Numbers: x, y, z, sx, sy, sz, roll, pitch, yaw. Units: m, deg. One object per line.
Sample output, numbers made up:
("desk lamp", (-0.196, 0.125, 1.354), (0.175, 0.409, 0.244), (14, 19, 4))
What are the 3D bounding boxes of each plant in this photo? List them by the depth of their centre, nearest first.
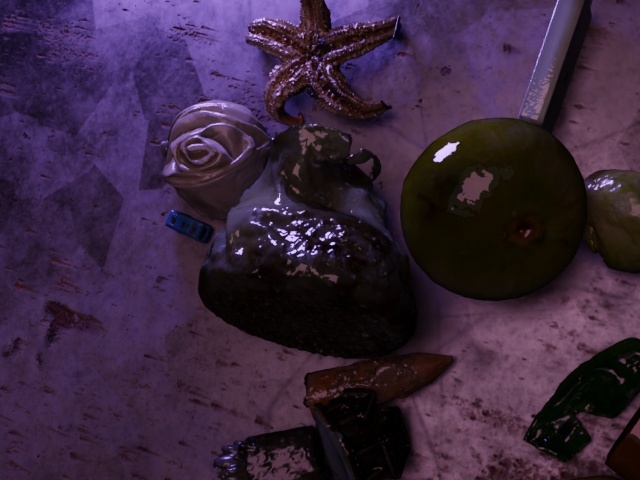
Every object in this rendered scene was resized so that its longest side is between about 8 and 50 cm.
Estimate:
("plant", (-0.085, 0.397, 1.762), (0.194, 0.129, 0.132), (-18, 76, 12))

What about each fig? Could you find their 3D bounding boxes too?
("fig", (0.260, -0.057, 1.644), (0.316, 0.316, 0.316), (-3, 80, 18))

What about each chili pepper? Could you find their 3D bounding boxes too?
("chili pepper", (0.433, 0.250, 1.636), (0.253, 0.083, 0.099), (-47, 68, 11))

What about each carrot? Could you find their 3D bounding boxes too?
("carrot", (0.102, 0.240, 1.755), (0.263, 0.102, 0.102), (-17, 76, 9))

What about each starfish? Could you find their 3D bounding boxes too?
("starfish", (0.003, -0.354, 1.876), (0.303, 0.113, 0.312), (-14, 86, 19))

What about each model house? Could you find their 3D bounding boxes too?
("model house", (0.080, 0.321, 1.688), (0.152, 0.106, 0.165), (-24, 106, -26))

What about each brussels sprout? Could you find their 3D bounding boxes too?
("brussels sprout", (0.500, -0.041, 1.638), (0.145, 0.131, 0.183), (-39, 69, 45))

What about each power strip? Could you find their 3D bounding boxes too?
("power strip", (0.396, -0.292, 1.720), (0.046, 0.118, 0.270), (18, 87, 20))

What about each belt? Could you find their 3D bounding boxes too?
("belt", (0.528, 0.260, 1.525), (0.105, 0.184, 0.261), (37, 63, 20))

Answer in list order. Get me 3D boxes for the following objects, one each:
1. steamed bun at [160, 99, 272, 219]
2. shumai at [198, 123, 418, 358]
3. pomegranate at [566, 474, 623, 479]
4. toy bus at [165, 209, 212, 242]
("steamed bun", (-0.209, -0.160, 1.893), (0.211, 0.144, 0.218), (21, 87, 22))
("shumai", (0.000, 0.000, 1.733), (0.395, 0.395, 0.348), (5, 61, 20))
("pomegranate", (0.405, 0.463, 1.535), (0.233, 0.233, 0.233), (-3, 80, 18))
("toy bus", (-0.250, -0.027, 1.936), (0.083, 0.046, 0.038), (24, 89, 22))
